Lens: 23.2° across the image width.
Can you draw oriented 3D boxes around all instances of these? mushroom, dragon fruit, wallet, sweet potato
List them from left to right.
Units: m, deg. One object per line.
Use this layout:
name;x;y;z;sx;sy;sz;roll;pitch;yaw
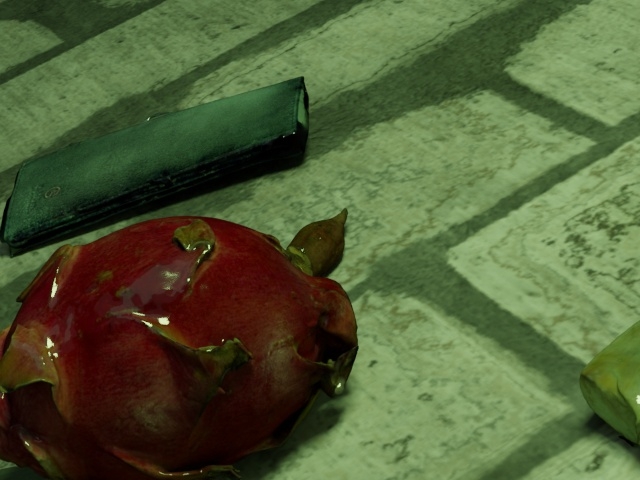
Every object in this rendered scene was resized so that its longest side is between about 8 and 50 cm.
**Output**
wallet;-0.190;-0.096;1.816;0.379;0.046;0.190;-18;28;10
dragon fruit;-0.127;0.091;1.289;0.315;0.250;0.250;1;33;7
sweet potato;0.000;0.000;1.527;0.049;0.049;0.117;-1;31;33
mushroom;0.339;0.047;1.190;0.312;0.081;0.100;-35;28;-14

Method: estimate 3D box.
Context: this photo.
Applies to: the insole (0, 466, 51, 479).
insole;-0.254;0.215;1.384;0.188;0.004;0.064;-15;31;14
